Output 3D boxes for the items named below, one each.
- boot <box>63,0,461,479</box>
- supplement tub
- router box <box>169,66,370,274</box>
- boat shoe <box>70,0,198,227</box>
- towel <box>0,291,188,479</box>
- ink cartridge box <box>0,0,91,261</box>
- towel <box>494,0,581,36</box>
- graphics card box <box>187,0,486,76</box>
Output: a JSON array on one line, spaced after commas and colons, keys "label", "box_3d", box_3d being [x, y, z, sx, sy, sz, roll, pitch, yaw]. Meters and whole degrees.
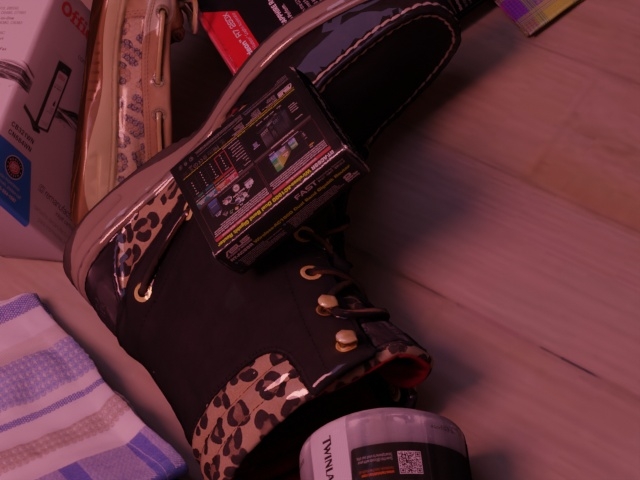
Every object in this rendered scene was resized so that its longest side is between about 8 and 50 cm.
[{"label": "boot", "box_3d": [0.000, 0.000, 1.103, 0.377, 0.138, 0.284, -38, 52, 6]}, {"label": "supplement tub", "box_3d": [0.050, 0.216, 0.966, 0.117, 0.117, 0.190, -17, 55, 16]}, {"label": "router box", "box_3d": [-0.037, -0.049, 1.045, 0.122, 0.038, 0.092, -39, 52, 11]}, {"label": "boat shoe", "box_3d": [-0.149, -0.145, 1.238, 0.104, 0.089, 0.285, -151, 69, -75]}, {"label": "towel", "box_3d": [-0.251, 0.138, 1.125, 0.209, 0.034, 0.285, -19, 36, -27]}, {"label": "ink cartridge box", "box_3d": [-0.250, -0.105, 1.279, 0.085, 0.148, 0.203, 4, 64, 29]}, {"label": "towel", "box_3d": [0.173, -0.207, 1.221, 0.060, 0.009, 0.083, -36, 53, 2]}, {"label": "graphics card box", "box_3d": [0.058, -0.278, 1.261, 0.371, 0.094, 0.233, -36, 49, 4]}]
